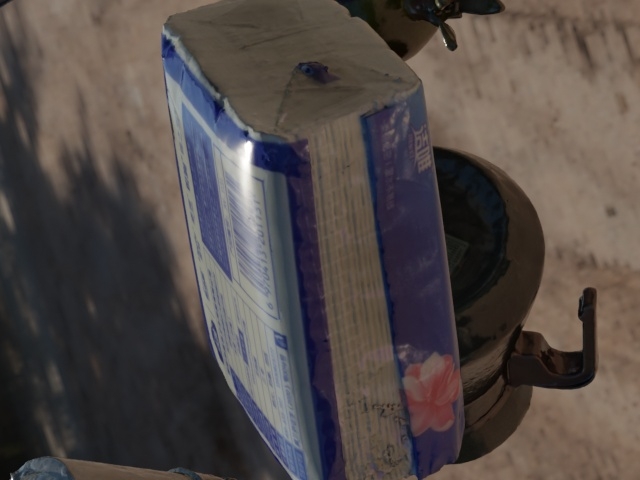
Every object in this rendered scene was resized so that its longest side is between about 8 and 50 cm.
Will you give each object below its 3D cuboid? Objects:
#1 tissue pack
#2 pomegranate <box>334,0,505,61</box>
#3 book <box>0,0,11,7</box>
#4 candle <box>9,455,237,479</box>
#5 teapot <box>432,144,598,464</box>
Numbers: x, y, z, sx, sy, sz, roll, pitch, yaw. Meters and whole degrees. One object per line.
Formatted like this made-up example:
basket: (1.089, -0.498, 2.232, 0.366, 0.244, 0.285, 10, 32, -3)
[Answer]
tissue pack: (0.000, 0.000, 0.993, 0.209, 0.137, 0.269, -129, 27, -56)
pomegranate: (0.063, -0.239, 1.476, 0.224, 0.181, 0.181, 25, 135, 43)
book: (-0.260, -0.195, 0.898, 0.191, 0.269, 0.025, 60, 163, -20)
candle: (-0.217, 0.289, 1.446, 0.187, 0.330, 0.187, -21, 63, 47)
teapot: (0.135, 0.077, 1.656, 0.344, 0.300, 0.253, 71, -154, -59)
